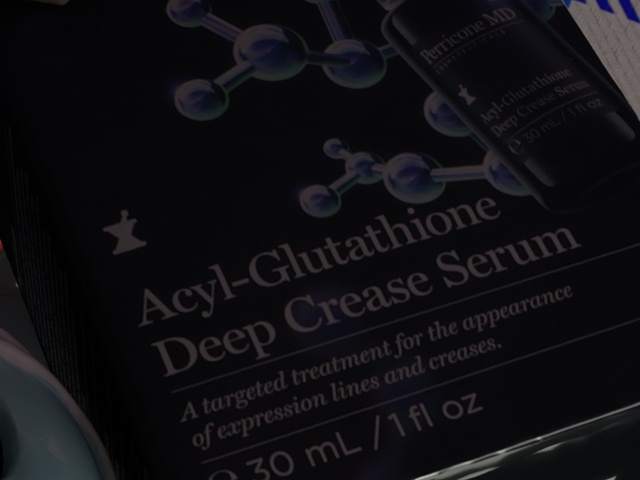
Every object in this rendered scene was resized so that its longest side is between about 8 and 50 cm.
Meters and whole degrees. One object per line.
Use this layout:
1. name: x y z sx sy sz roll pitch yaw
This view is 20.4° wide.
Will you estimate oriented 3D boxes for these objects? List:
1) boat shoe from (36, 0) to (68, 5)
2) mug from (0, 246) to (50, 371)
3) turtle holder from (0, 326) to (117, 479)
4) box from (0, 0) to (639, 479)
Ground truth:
1. boat shoe: -0.115 -0.258 0.865 0.109 0.094 0.302 -24 134 -87
2. mug: -0.122 0.127 1.099 0.276 0.328 0.374 84 26 -85
3. turtle holder: -0.183 0.116 0.739 0.320 0.243 0.227 -52 139 -42
4. box: 0.000 0.000 0.935 0.212 0.294 0.395 97 -29 -54
